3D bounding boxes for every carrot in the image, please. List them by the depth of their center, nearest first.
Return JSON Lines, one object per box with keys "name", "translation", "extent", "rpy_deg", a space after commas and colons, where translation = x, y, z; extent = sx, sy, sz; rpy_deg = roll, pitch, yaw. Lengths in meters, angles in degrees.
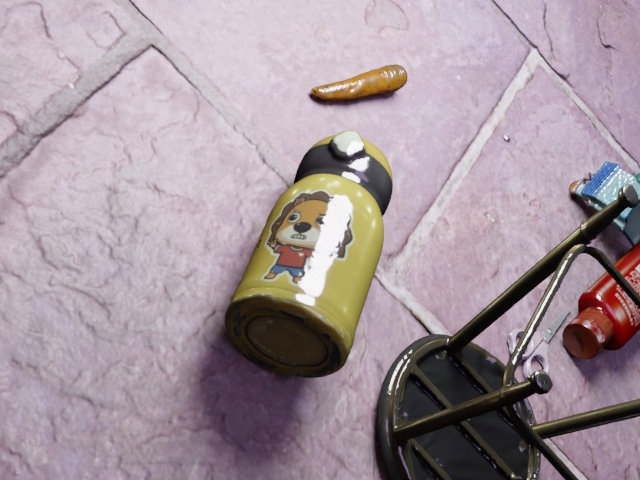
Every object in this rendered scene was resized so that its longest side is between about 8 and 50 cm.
{"name": "carrot", "translation": [0.063, -0.246, 1.756], "extent": [0.191, 0.047, 0.047], "rpy_deg": [-20, 84, -36]}

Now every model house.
{"name": "model house", "translation": [0.530, -0.083, 1.985], "extent": [0.119, 0.149, 0.148], "rpy_deg": [-56, 150, 0]}

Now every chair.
{"name": "chair", "translation": [0.316, 0.229, 1.488], "extent": [0.364, 0.410, 0.362], "rpy_deg": [46, 51, -13]}

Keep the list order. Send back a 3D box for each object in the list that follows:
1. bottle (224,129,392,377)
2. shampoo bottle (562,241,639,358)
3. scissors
{"name": "bottle", "translation": [0.000, 0.000, 1.515], "extent": [0.171, 0.171, 0.351], "rpy_deg": [35, 51, -20]}
{"name": "shampoo bottle", "translation": [0.530, 0.106, 1.931], "extent": [0.314, 0.076, 0.118], "rpy_deg": [-33, 101, -41]}
{"name": "scissors", "translation": [0.374, 0.160, 1.831], "extent": [0.189, 0.015, 0.100], "rpy_deg": [-39, 97, -44]}
